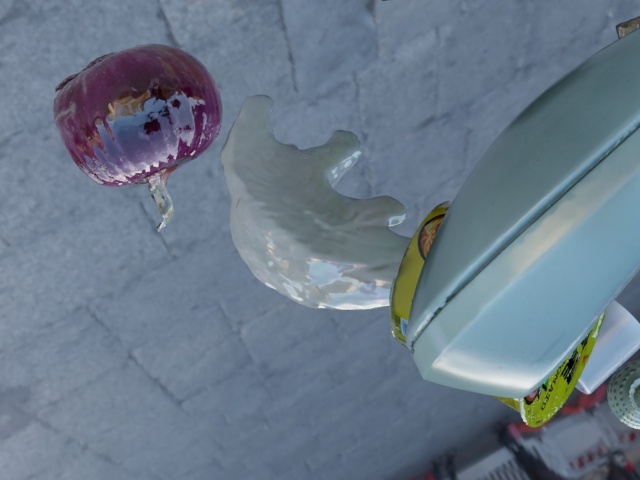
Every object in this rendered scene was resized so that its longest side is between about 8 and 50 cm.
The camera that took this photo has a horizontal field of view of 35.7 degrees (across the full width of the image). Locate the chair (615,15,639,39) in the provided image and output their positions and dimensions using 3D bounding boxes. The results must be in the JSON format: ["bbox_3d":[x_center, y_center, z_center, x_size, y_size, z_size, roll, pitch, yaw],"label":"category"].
[{"bbox_3d":[0.447,-0.319,0.836,0.416,0.240,0.203,-10,-179,20],"label":"chair"}]

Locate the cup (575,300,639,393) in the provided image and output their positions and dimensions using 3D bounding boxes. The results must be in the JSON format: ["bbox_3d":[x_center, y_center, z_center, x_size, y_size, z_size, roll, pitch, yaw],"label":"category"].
[{"bbox_3d":[0.441,0.173,1.578,0.133,0.099,0.136,-42,140,-5],"label":"cup"}]

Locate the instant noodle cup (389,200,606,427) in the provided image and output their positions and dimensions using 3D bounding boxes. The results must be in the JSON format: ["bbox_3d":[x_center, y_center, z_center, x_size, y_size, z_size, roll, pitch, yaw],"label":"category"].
[{"bbox_3d":[0.153,0.050,0.864,0.182,0.144,0.182,-35,135,-44],"label":"instant noodle cup"}]

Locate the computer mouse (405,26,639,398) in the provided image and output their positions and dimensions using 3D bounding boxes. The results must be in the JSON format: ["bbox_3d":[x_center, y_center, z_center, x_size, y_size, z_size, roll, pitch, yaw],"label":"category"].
[{"bbox_3d":[0.144,-0.041,0.506,0.288,0.097,0.159,-49,166,-8],"label":"computer mouse"}]

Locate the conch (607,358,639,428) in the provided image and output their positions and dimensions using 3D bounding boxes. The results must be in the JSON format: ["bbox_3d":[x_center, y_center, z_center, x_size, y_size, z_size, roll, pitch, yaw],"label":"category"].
[{"bbox_3d":[0.299,0.135,0.917,0.076,0.056,0.085,-32,-171,1],"label":"conch"}]

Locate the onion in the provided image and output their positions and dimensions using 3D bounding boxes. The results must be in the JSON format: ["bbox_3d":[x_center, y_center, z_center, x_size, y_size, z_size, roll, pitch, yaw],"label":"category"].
[{"bbox_3d":[-0.279,-0.195,1.566,0.256,0.272,0.230,-51,-173,-5],"label":"onion"}]

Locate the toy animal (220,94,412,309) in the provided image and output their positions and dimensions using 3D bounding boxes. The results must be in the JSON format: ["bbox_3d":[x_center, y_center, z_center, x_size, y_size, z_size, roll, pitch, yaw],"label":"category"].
[{"bbox_3d":[0.000,0.000,1.231,0.266,0.308,0.188,-71,-178,-52],"label":"toy animal"}]
